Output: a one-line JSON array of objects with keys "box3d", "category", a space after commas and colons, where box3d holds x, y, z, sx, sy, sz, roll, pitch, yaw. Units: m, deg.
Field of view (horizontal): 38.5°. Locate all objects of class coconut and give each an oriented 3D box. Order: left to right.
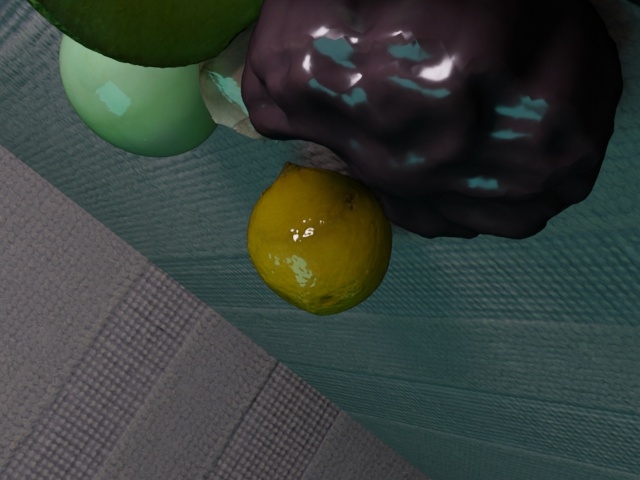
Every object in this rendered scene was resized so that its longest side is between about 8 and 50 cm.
[{"box3d": [-0.073, -0.202, 1.136, 0.171, 0.183, 0.171, 12, 107, 43], "category": "coconut"}]

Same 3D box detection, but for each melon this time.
[{"box3d": [-0.177, -0.320, 0.896, 0.226, 0.331, 0.343, -3, 148, 6], "category": "melon"}]

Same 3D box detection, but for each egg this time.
[{"box3d": [-0.243, -0.231, 1.282, 0.220, 0.220, 0.270, 22, 159, 27], "category": "egg"}]

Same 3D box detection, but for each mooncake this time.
[{"box3d": [0.114, -0.149, 0.922, 0.381, 0.212, 0.350, 27, 158, -19], "category": "mooncake"}]

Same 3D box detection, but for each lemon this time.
[{"box3d": [0.004, 0.004, 1.466, 0.228, 0.228, 0.253, 16, 159, 39], "category": "lemon"}]

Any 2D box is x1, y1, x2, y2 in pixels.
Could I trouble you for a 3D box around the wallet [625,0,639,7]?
[{"box3d": [0.319, -0.252, 0.651, 0.169, 0.044, 0.317, 27, 160, 11], "category": "wallet"}]
